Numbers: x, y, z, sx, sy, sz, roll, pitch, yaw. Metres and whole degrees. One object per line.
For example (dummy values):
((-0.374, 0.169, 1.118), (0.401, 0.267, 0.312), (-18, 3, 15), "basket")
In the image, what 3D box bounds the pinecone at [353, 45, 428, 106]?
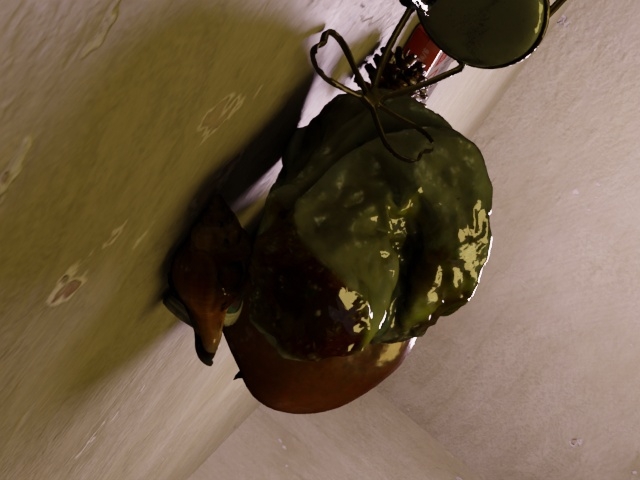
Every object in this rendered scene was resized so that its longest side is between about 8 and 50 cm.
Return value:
((0.088, -0.182, 1.465), (0.109, 0.102, 0.102), (-58, 176, -23), "pinecone")

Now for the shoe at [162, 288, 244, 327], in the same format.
((-0.120, 0.048, 1.445), (0.099, 0.071, 0.169), (-56, 169, 15), "shoe")

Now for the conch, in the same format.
((-0.127, 0.046, 1.309), (0.080, 0.086, 0.233), (-3, 143, -31), "conch")

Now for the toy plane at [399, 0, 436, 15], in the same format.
((0.081, -0.271, 0.976), (0.155, 0.106, 0.381), (-64, 166, 7), "toy plane")

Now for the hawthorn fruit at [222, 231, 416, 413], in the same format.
((-0.012, 0.110, 1.635), (0.301, 0.268, 0.268), (-48, 174, 20), "hawthorn fruit")

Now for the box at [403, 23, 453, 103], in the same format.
((0.135, -0.233, 1.692), (0.123, 0.050, 0.229), (-43, 170, -41), "box")

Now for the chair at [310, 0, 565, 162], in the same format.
((0.154, -0.235, 1.216), (0.170, 0.160, 0.326), (-32, -168, 44), "chair")

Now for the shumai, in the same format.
((0.000, 0.000, 1.285), (0.263, 0.304, 0.309), (-26, 130, -43), "shumai")
